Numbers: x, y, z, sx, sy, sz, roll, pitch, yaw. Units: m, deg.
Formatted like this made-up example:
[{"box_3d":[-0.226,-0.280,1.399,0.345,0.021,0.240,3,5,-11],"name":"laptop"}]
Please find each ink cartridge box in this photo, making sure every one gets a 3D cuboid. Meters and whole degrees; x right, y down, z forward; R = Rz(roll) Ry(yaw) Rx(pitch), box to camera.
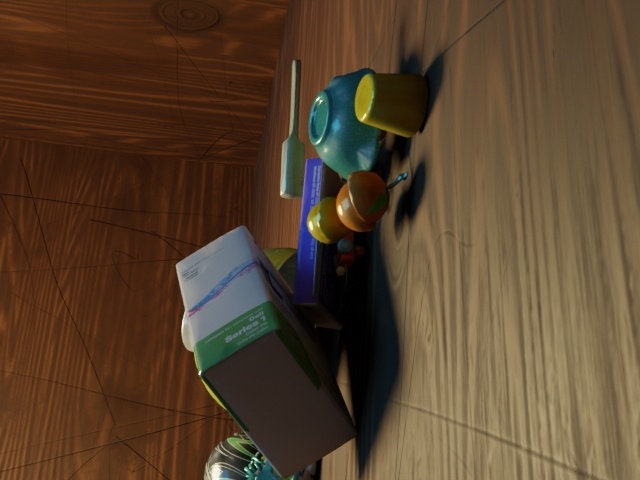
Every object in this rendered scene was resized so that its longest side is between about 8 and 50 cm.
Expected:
[{"box_3d":[-0.076,0.135,1.398,0.201,0.117,0.278,56,-176,-30],"name":"ink cartridge box"},{"box_3d":[0.000,0.000,1.470,0.208,0.045,0.206,58,-145,-70],"name":"ink cartridge box"}]

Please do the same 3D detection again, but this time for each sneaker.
[{"box_3d":[-0.061,0.348,1.640,0.107,0.109,0.275,126,150,-75],"name":"sneaker"}]

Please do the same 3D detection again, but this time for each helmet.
[{"box_3d":[-0.109,0.392,1.758,0.169,0.161,0.170,-172,90,-86],"name":"helmet"}]

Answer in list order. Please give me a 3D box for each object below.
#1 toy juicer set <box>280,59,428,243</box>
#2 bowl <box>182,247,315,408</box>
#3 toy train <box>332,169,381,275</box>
[{"box_3d":[0.031,-0.103,1.286,0.329,0.089,0.209,-151,69,-67],"name":"toy juicer set"},{"box_3d":[-0.127,0.139,1.724,0.289,0.156,0.290,12,-90,-71],"name":"bowl"},{"box_3d":[0.048,-0.035,1.386,0.166,0.046,0.125,105,166,-60],"name":"toy train"}]
